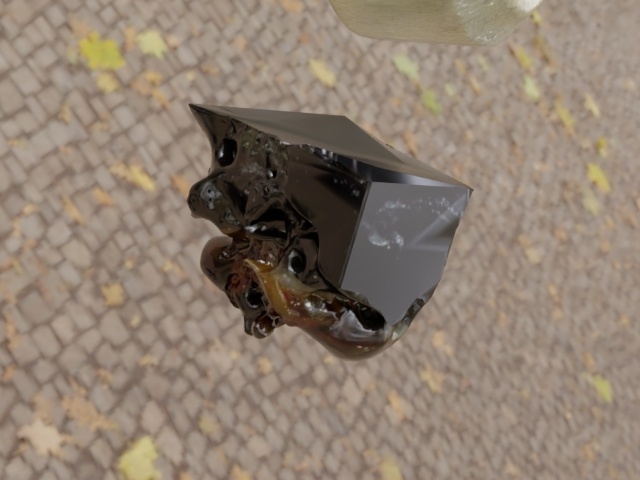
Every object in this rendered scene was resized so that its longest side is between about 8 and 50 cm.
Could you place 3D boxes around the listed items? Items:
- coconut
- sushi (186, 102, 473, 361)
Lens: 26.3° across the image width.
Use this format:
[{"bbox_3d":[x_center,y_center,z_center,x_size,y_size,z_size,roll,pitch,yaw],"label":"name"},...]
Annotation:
[{"bbox_3d":[0.102,-0.314,1.355,0.237,0.266,0.237,-17,110,-57],"label":"coconut"},{"bbox_3d":[0.001,0.000,1.280,0.227,0.212,0.215,25,16,36],"label":"sushi"}]
